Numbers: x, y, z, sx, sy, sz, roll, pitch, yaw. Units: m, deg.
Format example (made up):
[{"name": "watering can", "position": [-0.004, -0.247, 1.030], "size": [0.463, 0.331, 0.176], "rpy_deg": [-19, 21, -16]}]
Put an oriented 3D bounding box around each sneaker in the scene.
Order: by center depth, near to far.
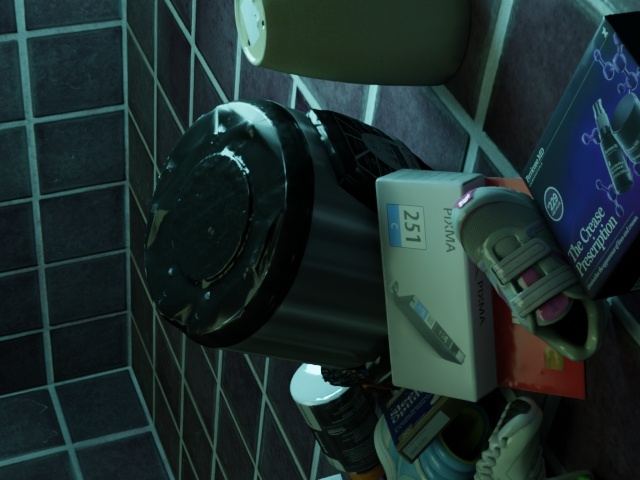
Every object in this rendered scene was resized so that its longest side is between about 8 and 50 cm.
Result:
[{"name": "sneaker", "position": [0.250, 0.040, 1.322], "size": [0.252, 0.103, 0.111], "rpy_deg": [43, -163, -14]}, {"name": "sneaker", "position": [0.271, 0.324, 1.585], "size": [0.118, 0.110, 0.292], "rpy_deg": [25, 138, 17]}, {"name": "sneaker", "position": [0.185, 0.302, 1.809], "size": [0.208, 0.127, 0.319], "rpy_deg": [-62, 16, 21]}, {"name": "sneaker", "position": [0.068, 0.201, 1.941], "size": [0.083, 0.221, 0.087], "rpy_deg": [-15, 69, 29]}]

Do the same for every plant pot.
[{"name": "plant pot", "position": [0.028, -0.326, 1.627], "size": [0.256, 0.274, 0.256], "rpy_deg": [168, 90, -70]}]

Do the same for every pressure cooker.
[{"name": "pressure cooker", "position": [-0.004, 0.002, 1.731], "size": [0.375, 0.420, 0.369], "rpy_deg": [9, 85, 51]}]

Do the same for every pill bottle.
[{"name": "pill bottle", "position": [0.048, 0.326, 2.073], "size": [0.130, 0.130, 0.245], "rpy_deg": [46, 165, 55]}]

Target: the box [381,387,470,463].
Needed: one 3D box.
[{"name": "box", "position": [0.154, 0.236, 1.726], "size": [0.036, 0.136, 0.225], "rpy_deg": [41, -175, -8]}]

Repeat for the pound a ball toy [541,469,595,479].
[{"name": "pound a ball toy", "position": [0.310, 0.459, 1.505], "size": [0.208, 0.136, 0.319], "rpy_deg": [-145, 48, -62]}]

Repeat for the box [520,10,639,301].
[{"name": "box", "position": [0.329, -0.086, 1.213], "size": [0.261, 0.103, 0.184], "rpy_deg": [107, 148, -53]}]

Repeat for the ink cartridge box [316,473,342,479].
[{"name": "ink cartridge box", "position": [0.030, 0.593, 2.421], "size": [0.104, 0.062, 0.181], "rpy_deg": [122, 133, -62]}]

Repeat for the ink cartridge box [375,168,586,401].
[{"name": "ink cartridge box", "position": [0.204, 0.062, 1.497], "size": [0.261, 0.066, 0.296], "rpy_deg": [5, 108, 38]}]

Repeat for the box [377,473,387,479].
[{"name": "box", "position": [0.138, 0.510, 2.140], "size": [0.116, 0.029, 0.162], "rpy_deg": [101, 149, -44]}]
